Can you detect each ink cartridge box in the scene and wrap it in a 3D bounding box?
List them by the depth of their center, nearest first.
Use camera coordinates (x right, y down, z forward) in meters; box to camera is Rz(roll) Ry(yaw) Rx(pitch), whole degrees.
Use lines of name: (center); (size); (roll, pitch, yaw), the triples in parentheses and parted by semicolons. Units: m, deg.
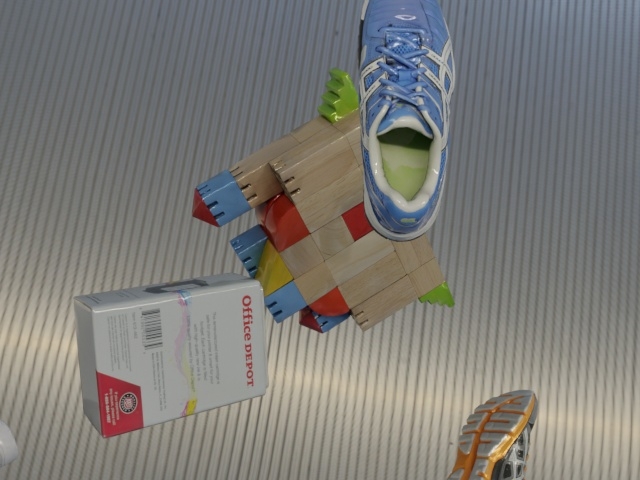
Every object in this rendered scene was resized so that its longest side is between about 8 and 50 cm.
ink cartridge box: (-0.149, 0.109, 0.685); (0.175, 0.072, 0.127); (-7, 99, -33)

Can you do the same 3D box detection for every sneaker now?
sneaker: (0.068, -0.106, 0.503); (0.080, 0.081, 0.211); (-3, 87, 1)
sneaker: (0.212, 0.273, 0.809); (0.083, 0.084, 0.215); (46, 60, -14)

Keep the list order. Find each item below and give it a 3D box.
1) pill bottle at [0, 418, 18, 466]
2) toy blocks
pill bottle: (-0.533, 0.327, 0.967); (0.169, 0.094, 0.094); (-25, 79, -45)
toy blocks: (0.000, 0.000, 0.932); (0.261, 0.190, 0.381); (-32, 122, -6)
